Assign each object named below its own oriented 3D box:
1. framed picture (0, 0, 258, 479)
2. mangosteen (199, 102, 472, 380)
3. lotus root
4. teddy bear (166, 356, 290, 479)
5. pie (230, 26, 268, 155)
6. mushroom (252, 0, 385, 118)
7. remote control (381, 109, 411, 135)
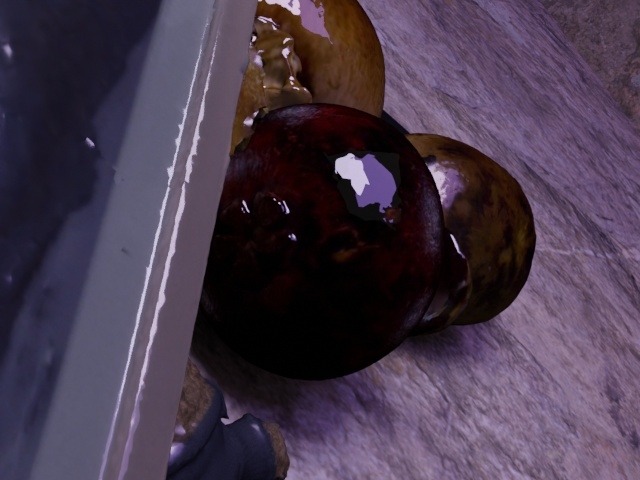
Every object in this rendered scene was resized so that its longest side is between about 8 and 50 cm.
[{"bbox_3d":[-0.171,-0.033,0.321,0.326,0.028,0.446,32,48,-31],"label":"framed picture"},{"bbox_3d":[0.000,0.000,0.714,0.210,0.210,0.210,34,28,-22],"label":"mangosteen"},{"bbox_3d":[0.116,-0.005,0.916,0.141,0.170,0.314,13,-2,41],"label":"lotus root"},{"bbox_3d":[-0.100,0.105,0.488,0.181,0.129,0.251,-22,70,-23],"label":"teddy bear"},{"bbox_3d":[-0.192,-0.109,0.468,0.354,0.103,0.288,33,60,-27],"label":"pie"},{"bbox_3d":[-0.060,-0.170,0.867,0.263,0.195,0.283,38,27,-28],"label":"mushroom"},{"bbox_3d":[-0.039,-0.198,1.083,0.398,0.062,0.145,42,26,-8],"label":"remote control"}]
